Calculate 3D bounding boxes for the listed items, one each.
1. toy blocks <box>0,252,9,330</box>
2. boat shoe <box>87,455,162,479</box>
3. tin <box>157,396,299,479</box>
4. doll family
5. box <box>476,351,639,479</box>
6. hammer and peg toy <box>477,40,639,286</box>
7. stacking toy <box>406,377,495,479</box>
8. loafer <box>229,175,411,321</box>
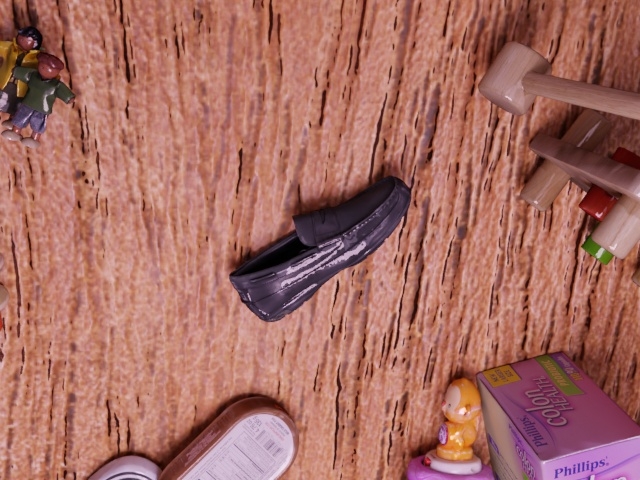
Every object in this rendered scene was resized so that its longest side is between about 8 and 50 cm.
[{"bbox_3d":[-0.390,0.089,0.879,0.123,0.054,0.148,-22,135,-37],"label":"toy blocks"},{"bbox_3d":[-0.278,0.395,0.965,0.113,0.105,0.306,35,98,-16],"label":"boat shoe"},{"bbox_3d":[-0.107,0.266,0.966,0.189,0.040,0.106,-44,111,-8],"label":"tin"},{"bbox_3d":[-0.329,-0.178,0.815,0.192,0.076,0.111,22,106,-10],"label":"doll family"},{"bbox_3d":[0.284,0.289,0.957,0.117,0.213,0.243,-14,106,-3],"label":"box"},{"bbox_3d":[0.312,-0.041,0.840,0.361,0.266,0.127,34,99,-16],"label":"hammer and peg toy"},{"bbox_3d":[0.158,0.314,0.993,0.165,0.175,0.302,3,94,-7],"label":"stacking toy"},{"bbox_3d":[0.000,0.000,0.907,0.223,0.076,0.078,-38,115,7],"label":"loafer"}]
